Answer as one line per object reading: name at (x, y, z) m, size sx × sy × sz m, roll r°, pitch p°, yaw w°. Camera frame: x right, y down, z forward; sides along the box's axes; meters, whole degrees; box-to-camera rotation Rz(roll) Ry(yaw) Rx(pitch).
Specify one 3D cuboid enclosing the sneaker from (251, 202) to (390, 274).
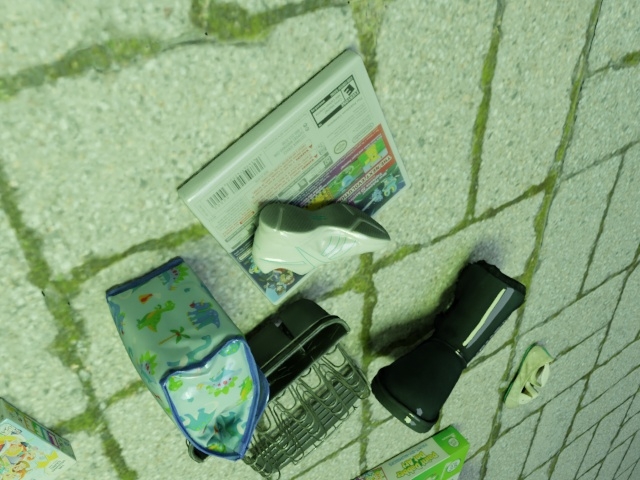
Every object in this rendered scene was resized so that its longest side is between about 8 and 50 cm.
sneaker at (0.000, 0.000, 0.589) m, size 0.152 × 0.053 × 0.061 m, roll 1°, pitch 129°, yaw -34°

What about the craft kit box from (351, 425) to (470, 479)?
craft kit box at (0.143, 0.482, 1.112) m, size 0.247 × 0.061 × 0.250 m, roll -19°, pitch 132°, yaw -32°

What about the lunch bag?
lunch bag at (-0.114, 0.114, 0.552) m, size 0.096 × 0.129 × 0.151 m, roll -26°, pitch 134°, yaw -22°

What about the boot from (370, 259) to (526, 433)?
boot at (0.173, 0.122, 0.790) m, size 0.207 × 0.094 × 0.246 m, roll -57°, pitch 163°, yaw 12°

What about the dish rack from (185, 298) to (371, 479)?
dish rack at (-0.031, 0.200, 0.730) m, size 0.208 × 0.074 × 0.271 m, roll -39°, pitch 138°, yaw -8°

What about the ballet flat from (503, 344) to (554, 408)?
ballet flat at (0.398, 0.274, 1.165) m, size 0.057 × 0.052 × 0.168 m, roll -15°, pitch 130°, yaw -32°

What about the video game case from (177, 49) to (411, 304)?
video game case at (-0.012, -0.051, 0.591) m, size 0.201 × 0.023 × 0.183 m, roll -42°, pitch 138°, yaw -8°

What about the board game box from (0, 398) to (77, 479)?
board game box at (-0.315, 0.220, 0.541) m, size 0.154 × 0.026 × 0.103 m, roll -38°, pitch 138°, yaw -11°
